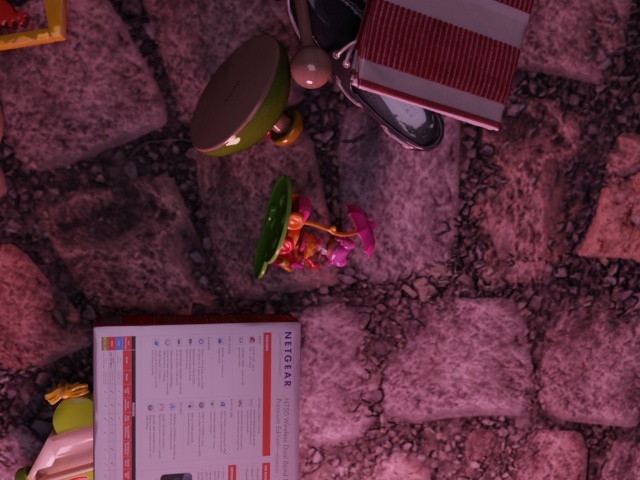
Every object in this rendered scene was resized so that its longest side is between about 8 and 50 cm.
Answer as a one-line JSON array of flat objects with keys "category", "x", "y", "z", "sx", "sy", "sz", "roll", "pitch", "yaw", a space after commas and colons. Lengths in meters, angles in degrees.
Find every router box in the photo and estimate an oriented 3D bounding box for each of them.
[{"category": "router box", "x": -0.184, "y": 0.282, "z": 1.203, "sx": 0.301, "sy": 0.082, "sz": 0.335, "roll": 1, "pitch": 93, "yaw": -13}]

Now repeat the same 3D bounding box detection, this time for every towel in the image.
[{"category": "towel", "x": 0.181, "y": -0.336, "z": 1.087, "sx": 0.237, "sy": 0.037, "sz": 0.329, "roll": 13, "pitch": 93, "yaw": -20}]

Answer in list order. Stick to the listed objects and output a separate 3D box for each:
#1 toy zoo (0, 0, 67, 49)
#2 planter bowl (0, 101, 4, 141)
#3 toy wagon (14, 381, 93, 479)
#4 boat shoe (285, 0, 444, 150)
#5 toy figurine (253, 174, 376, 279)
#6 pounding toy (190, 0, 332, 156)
[{"category": "toy zoo", "x": -0.457, "y": -0.346, "z": 1.067, "sx": 0.293, "sy": 0.030, "sz": 0.192, "roll": -9, "pitch": 93, "yaw": -2}, {"category": "planter bowl", "x": -0.528, "y": -0.161, "z": 1.093, "sx": 0.162, "sy": 0.109, "sz": 0.162, "roll": -1, "pitch": 106, "yaw": -4}, {"category": "toy wagon", "x": -0.339, "y": 0.368, "z": 1.279, "sx": 0.267, "sy": 0.068, "sz": 0.344, "roll": -15, "pitch": 106, "yaw": 0}, {"category": "boat shoe", "x": 0.071, "y": -0.249, "z": 1.123, "sx": 0.302, "sy": 0.091, "sz": 0.114, "roll": 42, "pitch": 101, "yaw": -13}, {"category": "toy figurine", "x": 0.000, "y": 0.000, "z": 1.190, "sx": 0.159, "sy": 0.130, "sz": 0.173, "roll": 12, "pitch": 127, "yaw": -17}, {"category": "pounding toy", "x": -0.062, "y": -0.191, "z": 1.093, "sx": 0.110, "sy": 0.183, "sz": 0.237, "roll": 32, "pitch": 123, "yaw": -34}]
